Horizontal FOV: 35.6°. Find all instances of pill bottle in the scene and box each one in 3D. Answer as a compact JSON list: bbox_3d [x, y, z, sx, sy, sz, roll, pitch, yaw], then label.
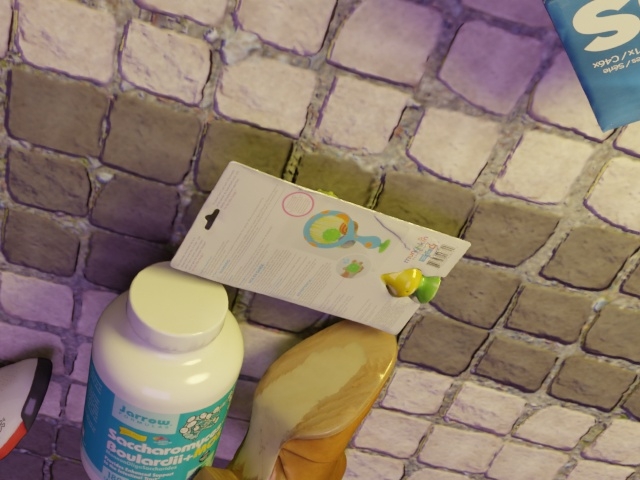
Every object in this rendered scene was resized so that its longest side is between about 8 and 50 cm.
[{"bbox_3d":[-0.159,0.142,0.997,0.146,0.146,0.264,13,134,-5],"label":"pill bottle"}]

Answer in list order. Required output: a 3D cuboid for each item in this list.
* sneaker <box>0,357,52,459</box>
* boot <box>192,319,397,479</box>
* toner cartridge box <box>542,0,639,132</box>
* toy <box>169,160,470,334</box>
[{"bbox_3d":[-0.418,0.189,1.111,0.145,0.090,0.270,31,132,-24],"label":"sneaker"},{"bbox_3d":[-0.006,0.214,1.084,0.295,0.104,0.211,-45,152,3],"label":"boot"},{"bbox_3d":[0.326,-0.192,0.641,0.348,0.075,0.165,-18,148,22],"label":"toner cartridge box"},{"bbox_3d":[0.000,0.000,0.907,0.237,0.056,0.137,20,129,-19],"label":"toy"}]
